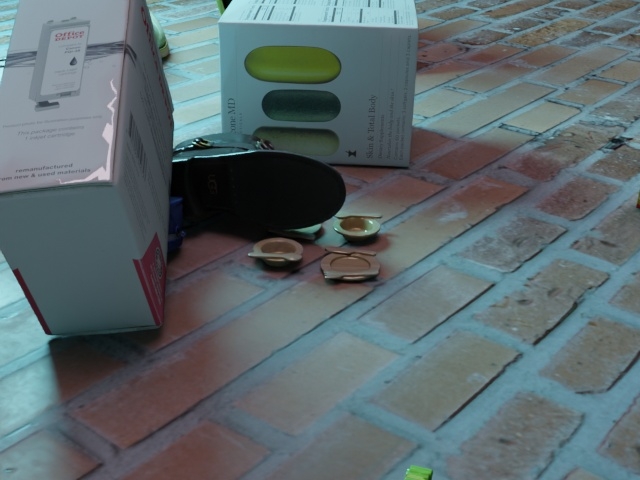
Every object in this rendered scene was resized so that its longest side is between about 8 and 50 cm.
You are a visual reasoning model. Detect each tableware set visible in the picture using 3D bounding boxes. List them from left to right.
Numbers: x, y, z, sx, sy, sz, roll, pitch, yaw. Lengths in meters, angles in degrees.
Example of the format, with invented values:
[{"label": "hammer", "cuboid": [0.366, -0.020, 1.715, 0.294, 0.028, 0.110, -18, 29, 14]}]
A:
[{"label": "tableware set", "cuboid": [0.000, 0.000, 1.011, 0.141, 0.020, 0.168, 4, 27, 6]}]

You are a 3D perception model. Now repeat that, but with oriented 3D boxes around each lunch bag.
[{"label": "lunch bag", "cuboid": [-0.195, -0.016, 0.985, 0.098, 0.065, 0.067, 7, 12, 14]}]

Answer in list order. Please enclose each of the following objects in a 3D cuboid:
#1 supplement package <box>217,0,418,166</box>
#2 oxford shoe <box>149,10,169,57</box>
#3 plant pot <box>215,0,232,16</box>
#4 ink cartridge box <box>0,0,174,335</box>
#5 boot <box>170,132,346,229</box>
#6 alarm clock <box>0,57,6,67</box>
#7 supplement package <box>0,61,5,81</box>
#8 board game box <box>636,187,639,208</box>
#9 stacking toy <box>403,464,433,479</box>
[{"label": "supplement package", "cuboid": [0.000, -0.235, 1.280, 0.263, 0.199, 0.198, 3, 27, 3]}, {"label": "oxford shoe", "cuboid": [-0.357, -0.401, 1.654, 0.140, 0.146, 0.397, -5, 26, -6]}, {"label": "plant pot", "cuboid": [-0.055, -0.506, 1.715, 0.366, 0.366, 0.353, -6, 15, -15]}, {"label": "ink cartridge box", "cuboid": [-0.215, -0.083, 0.850, 0.117, 0.207, 0.283, -5, 51, 0]}, {"label": "boot", "cuboid": [-0.090, -0.092, 1.106, 0.263, 0.091, 0.229, 4, 18, 6]}, {"label": "alarm clock", "cuboid": [-0.320, -0.235, 1.124, 0.192, 0.064, 0.129, -18, 31, -30]}, {"label": "supplement package", "cuboid": [-0.365, -0.150, 1.165, 0.244, 0.133, 0.139, 4, 26, 6]}, {"label": "board game box", "cuboid": [0.517, -0.060, 1.129, 0.193, 0.045, 0.147, 17, 30, 29]}, {"label": "stacking toy", "cuboid": [0.115, 0.217, 0.547, 0.167, 0.052, 0.221, 9, 27, 14]}]
